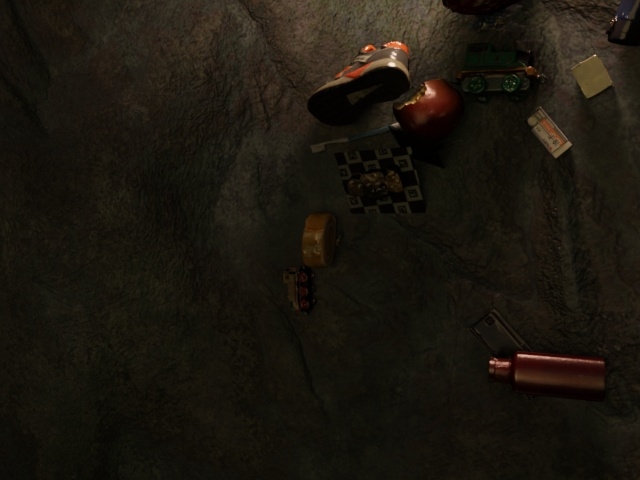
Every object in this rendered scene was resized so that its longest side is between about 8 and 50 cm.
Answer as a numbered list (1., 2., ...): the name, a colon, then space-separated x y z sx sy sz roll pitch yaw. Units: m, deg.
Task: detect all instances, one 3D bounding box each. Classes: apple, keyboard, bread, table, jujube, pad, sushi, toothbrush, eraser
1. apple: 0.270 -0.312 1.689 0.158 0.156 0.147 -31 70 2
2. keyboard: 0.474 0.279 1.711 0.093 0.025 0.230 -45 75 24
3. bread: 0.000 0.000 1.870 0.073 0.122 0.149 5 98 23
4. table: 0.611 -0.362 1.553 0.062 0.083 0.079 -29 82 27
5. jujube: 0.388 -0.617 1.597 0.243 0.183 0.183 -12 89 19
6. pad: 0.237 -0.225 1.698 0.116 0.193 0.004 22 83 24
7. sushi: 0.144 -0.136 1.778 0.215 0.050 0.192 -1 123 28
8. toothbrush: 0.095 -0.273 1.855 0.275 0.019 0.025 -10 95 27
9. eraser: 0.534 -0.253 1.631 0.052 0.029 0.122 -42 77 23

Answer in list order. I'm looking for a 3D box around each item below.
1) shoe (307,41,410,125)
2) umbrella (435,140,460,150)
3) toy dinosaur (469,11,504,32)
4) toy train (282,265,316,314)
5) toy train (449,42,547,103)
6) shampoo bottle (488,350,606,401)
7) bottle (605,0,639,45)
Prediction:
1. shoe: 0.100 -0.420 1.783 0.336 0.132 0.171 -17 48 47
2. umbrella: 0.294 -0.234 1.762 0.122 0.022 0.013 -13 63 17
3. toy dinosaur: 0.398 -0.527 1.674 0.083 0.030 0.047 -3 91 27
4. toy train: -0.059 0.139 1.954 0.087 0.050 0.138 -1 96 31
5. toy train: 0.419 -0.401 1.645 0.227 0.091 0.136 2 85 26
6. shampoo bottle: 0.530 0.316 1.638 0.260 0.064 0.102 3 84 16
7. bottle: 0.696 -0.543 1.499 0.082 0.072 0.244 19 104 2
